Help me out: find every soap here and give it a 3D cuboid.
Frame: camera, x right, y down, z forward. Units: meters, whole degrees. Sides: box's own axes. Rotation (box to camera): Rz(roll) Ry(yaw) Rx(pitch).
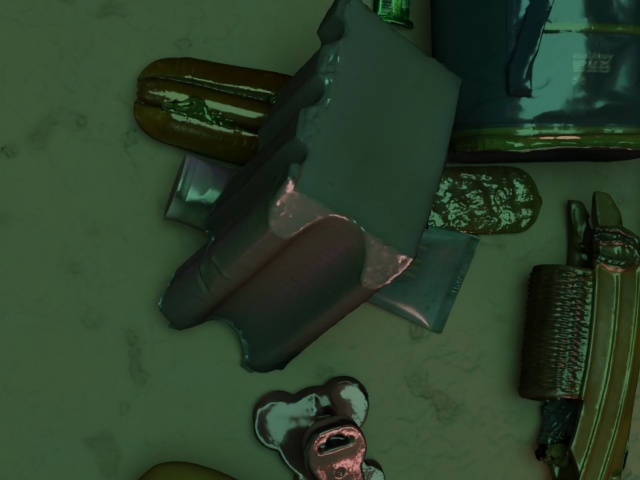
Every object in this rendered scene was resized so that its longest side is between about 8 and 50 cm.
[{"bbox_3d":[-0.011,-0.047,1.648,0.159,0.302,0.258,27,56,-18],"label":"soap"}]

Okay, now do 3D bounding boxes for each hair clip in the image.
[{"bbox_3d":[0.006,0.215,1.711,0.123,0.102,0.138,-19,120,-9],"label":"hair clip"}]

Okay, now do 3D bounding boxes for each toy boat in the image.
[{"bbox_3d":[0.261,0.106,1.731,0.115,0.089,0.310,12,82,-17],"label":"toy boat"}]

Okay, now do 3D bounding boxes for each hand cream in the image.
[{"bbox_3d":[0.000,0.000,1.711,0.312,0.070,0.111,18,101,-8],"label":"hand cream"}]

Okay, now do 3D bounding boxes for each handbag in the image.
[{"bbox_3d":[0.239,-0.200,1.693,0.263,0.222,0.241,-3,90,-12],"label":"handbag"}]

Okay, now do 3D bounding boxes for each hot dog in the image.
[{"bbox_3d":[-0.064,-0.123,1.711,0.249,0.068,0.100,13,84,-8],"label":"hot dog"}]

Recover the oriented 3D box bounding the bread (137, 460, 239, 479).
[{"bbox_3d":[-0.055,0.418,1.604,0.424,0.329,0.245,39,39,-3],"label":"bread"}]

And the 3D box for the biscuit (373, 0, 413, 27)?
[{"bbox_3d":[0.075,-0.266,1.774,0.046,0.016,0.089,4,84,-11],"label":"biscuit"}]

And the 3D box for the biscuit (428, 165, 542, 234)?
[{"bbox_3d":[0.158,-0.041,1.765,0.147,0.018,0.071,-1,83,-10],"label":"biscuit"}]
